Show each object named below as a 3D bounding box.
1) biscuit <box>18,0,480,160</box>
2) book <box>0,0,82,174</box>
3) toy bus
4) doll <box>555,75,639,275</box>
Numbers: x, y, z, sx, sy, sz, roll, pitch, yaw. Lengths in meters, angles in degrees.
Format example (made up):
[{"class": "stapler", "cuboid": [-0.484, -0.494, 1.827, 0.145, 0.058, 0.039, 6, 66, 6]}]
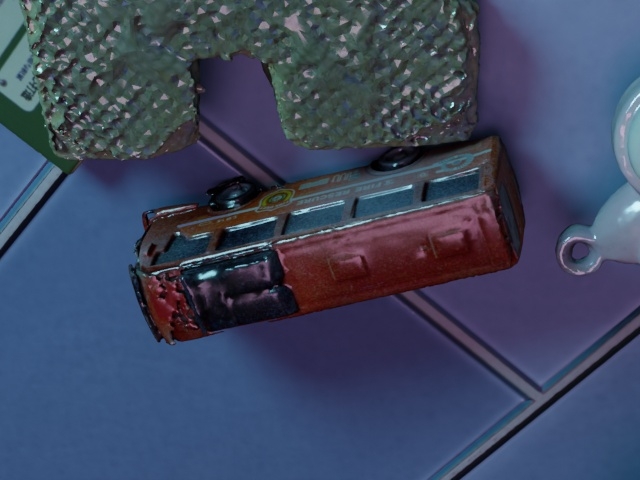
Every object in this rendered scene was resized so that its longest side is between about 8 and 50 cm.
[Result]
[{"class": "biscuit", "cuboid": [-0.036, -0.112, 0.686, 0.250, 0.046, 0.147, -2, 126, -1]}, {"class": "book", "cuboid": [-0.191, -0.186, 0.709, 0.264, 0.027, 0.202, 38, 117, -10]}, {"class": "toy bus", "cuboid": [0.000, 0.000, 0.740, 0.234, 0.096, 0.074, -14, 113, 15]}, {"class": "doll", "cuboid": [0.288, -0.063, 0.654, 0.365, 0.094, 0.160, -28, 108, 22]}]
